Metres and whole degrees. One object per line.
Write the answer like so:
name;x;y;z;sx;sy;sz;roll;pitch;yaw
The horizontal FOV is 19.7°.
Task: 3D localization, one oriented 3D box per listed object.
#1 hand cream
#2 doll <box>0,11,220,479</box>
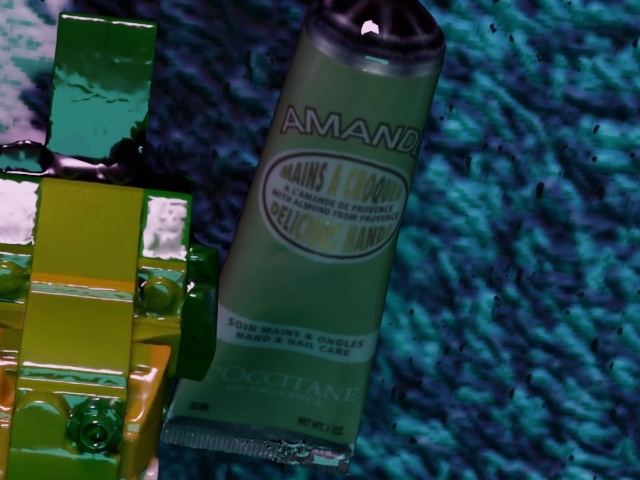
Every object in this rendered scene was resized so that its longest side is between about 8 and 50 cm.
hand cream;0.000;0.000;0.756;0.086;0.055;0.235;13;119;-7
doll;-0.091;0.027;0.695;0.106;0.186;0.134;7;141;-9
